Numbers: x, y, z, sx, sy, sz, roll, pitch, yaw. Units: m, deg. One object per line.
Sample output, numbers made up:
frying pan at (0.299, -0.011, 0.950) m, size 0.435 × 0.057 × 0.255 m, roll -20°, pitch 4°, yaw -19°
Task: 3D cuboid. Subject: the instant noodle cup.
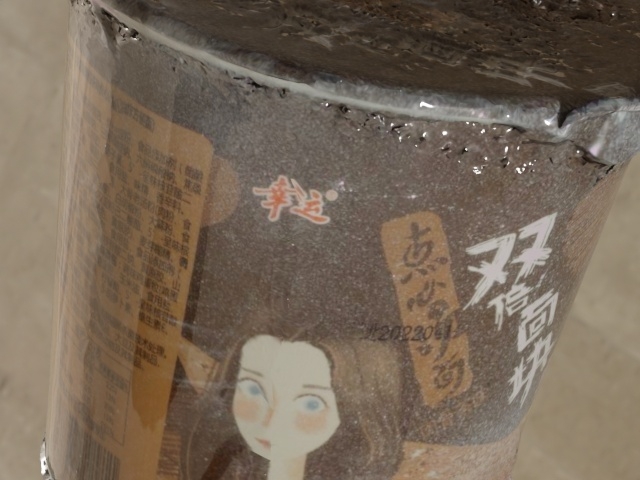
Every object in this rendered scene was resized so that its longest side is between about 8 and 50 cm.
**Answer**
instant noodle cup at (0.000, 0.000, 0.637) m, size 0.217 × 0.207 × 0.217 m, roll 11°, pitch -155°, yaw -5°
